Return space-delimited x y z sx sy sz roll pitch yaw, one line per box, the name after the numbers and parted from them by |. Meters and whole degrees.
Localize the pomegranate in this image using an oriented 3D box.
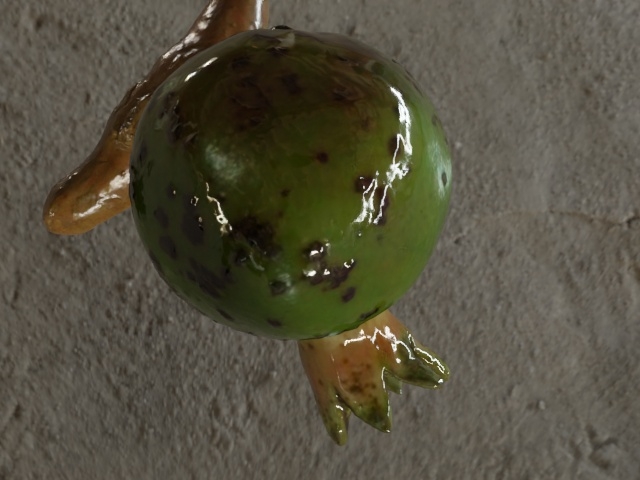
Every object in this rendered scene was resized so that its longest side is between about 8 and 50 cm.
-0.002 -0.004 0.622 0.231 0.231 0.286 -23 85 -21 | pomegranate

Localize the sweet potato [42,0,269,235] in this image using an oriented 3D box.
-0.143 -0.134 0.930 0.106 0.095 0.354 36 90 17 | sweet potato
